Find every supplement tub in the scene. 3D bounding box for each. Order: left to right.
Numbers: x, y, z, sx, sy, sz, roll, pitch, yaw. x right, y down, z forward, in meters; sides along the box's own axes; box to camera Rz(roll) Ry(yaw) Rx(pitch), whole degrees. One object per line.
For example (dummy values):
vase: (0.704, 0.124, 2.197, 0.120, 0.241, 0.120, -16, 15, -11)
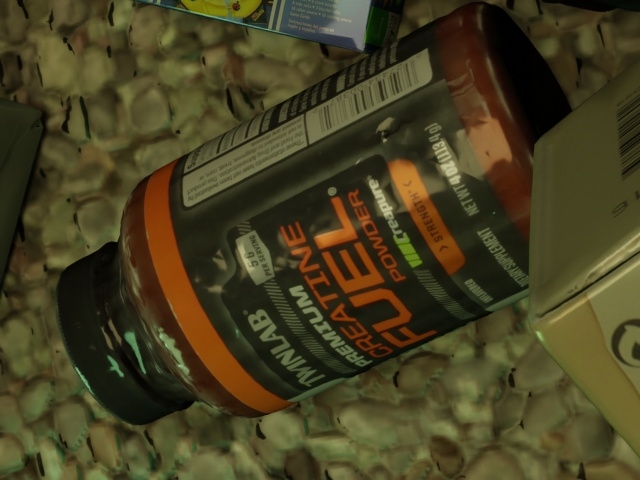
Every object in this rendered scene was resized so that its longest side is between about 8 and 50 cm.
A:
supplement tub: (0.000, 0.000, 0.628, 0.198, 0.106, 0.106, -27, 82, 20)

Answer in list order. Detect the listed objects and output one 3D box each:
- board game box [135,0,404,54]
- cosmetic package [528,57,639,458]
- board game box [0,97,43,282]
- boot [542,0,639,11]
board game box: (-0.054, -0.160, 0.680, 0.201, 0.035, 0.136, 16, 97, 20)
cosmetic package: (0.196, 0.076, 0.471, 0.113, 0.160, 0.309, -37, 100, 19)
board game box: (-0.296, 0.002, 0.745, 0.303, 0.097, 0.224, 19, 98, 20)
boot: (0.016, -0.129, 0.512, 0.207, 0.246, 0.094, 11, 91, -6)
